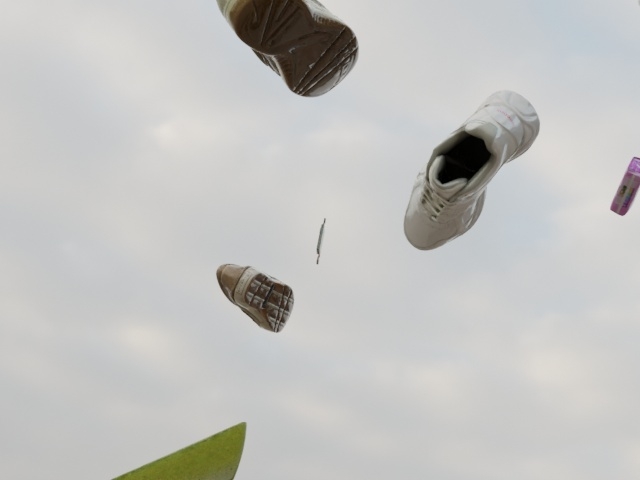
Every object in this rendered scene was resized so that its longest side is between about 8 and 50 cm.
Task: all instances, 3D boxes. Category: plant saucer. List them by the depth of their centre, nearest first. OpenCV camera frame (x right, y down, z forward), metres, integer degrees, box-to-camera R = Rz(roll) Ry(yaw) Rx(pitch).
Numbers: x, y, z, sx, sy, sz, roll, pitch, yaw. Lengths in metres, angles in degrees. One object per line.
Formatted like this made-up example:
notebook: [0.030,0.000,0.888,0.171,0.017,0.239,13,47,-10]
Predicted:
plant saucer: [-0.170,0.262,1.302,0.188,0.045,0.188,-20,-16,-32]

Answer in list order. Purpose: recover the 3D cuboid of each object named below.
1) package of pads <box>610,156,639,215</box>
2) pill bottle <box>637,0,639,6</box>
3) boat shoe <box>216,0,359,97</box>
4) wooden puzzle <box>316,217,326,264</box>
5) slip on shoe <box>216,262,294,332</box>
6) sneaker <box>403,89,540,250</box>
package of pads: [0.479,-0.084,2.029,0.032,0.050,0.083,24,-49,12]
pill bottle: [0.451,-0.326,1.495,0.103,0.103,0.184,14,-54,-20]
boat shoe: [-0.039,-0.252,1.528,0.104,0.089,0.285,-43,-25,5]
wooden puzzle: [0.000,0.000,2.280,0.006,0.083,0.049,10,-18,4]
slip on shoe: [-0.065,0.056,1.311,0.041,0.051,0.135,23,-7,24]
sneaker: [0.142,-0.068,1.459,0.090,0.115,0.232,43,-49,15]
